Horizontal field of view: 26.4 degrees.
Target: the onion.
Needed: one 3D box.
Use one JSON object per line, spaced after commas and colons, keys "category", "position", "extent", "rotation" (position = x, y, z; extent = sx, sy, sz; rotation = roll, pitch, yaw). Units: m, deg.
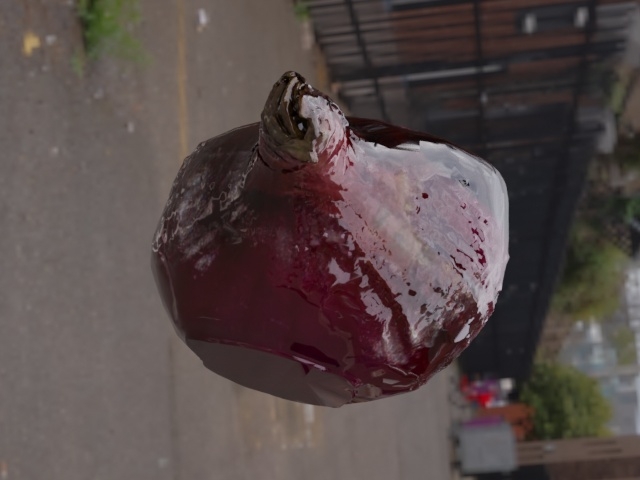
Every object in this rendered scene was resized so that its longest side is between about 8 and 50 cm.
{"category": "onion", "position": [0.000, 0.000, 0.719], "extent": [0.218, 0.195, 0.140], "rotation": [79, 24, -65]}
